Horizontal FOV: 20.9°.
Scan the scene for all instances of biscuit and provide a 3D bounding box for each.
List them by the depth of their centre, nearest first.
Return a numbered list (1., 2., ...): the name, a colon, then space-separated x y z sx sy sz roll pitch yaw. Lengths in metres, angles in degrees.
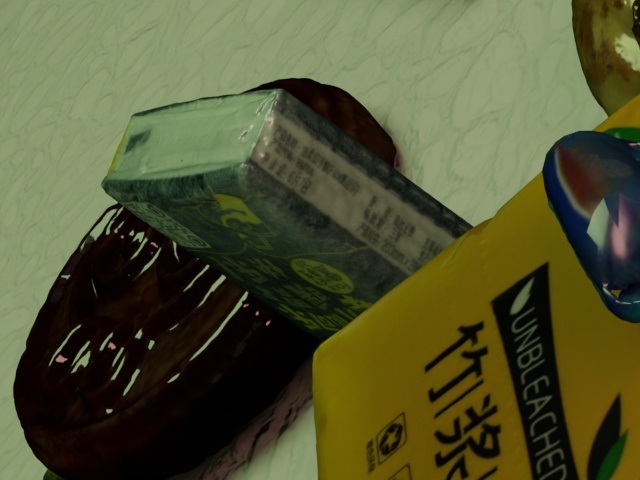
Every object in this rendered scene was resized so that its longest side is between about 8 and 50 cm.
1. biscuit: -0.112 0.025 1.462 0.407 0.091 0.407 -36 30 24

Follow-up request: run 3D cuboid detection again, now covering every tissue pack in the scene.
1. tissue pack: 0.159 0.153 0.800 0.293 0.228 0.382 -39 30 26
2. tissue pack: 0.000 0.000 1.175 0.185 0.257 0.081 -2 59 54

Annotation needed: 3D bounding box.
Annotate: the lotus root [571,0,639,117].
1. lotus root: 0.240 -0.157 1.104 0.314 0.141 0.169 -92 27 -50

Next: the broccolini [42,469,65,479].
1. broccolini: -0.168 0.225 1.433 0.254 0.071 0.057 -3 97 63

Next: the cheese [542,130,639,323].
1. cheese: 0.257 -0.052 0.705 0.329 0.129 0.217 -19 34 3
